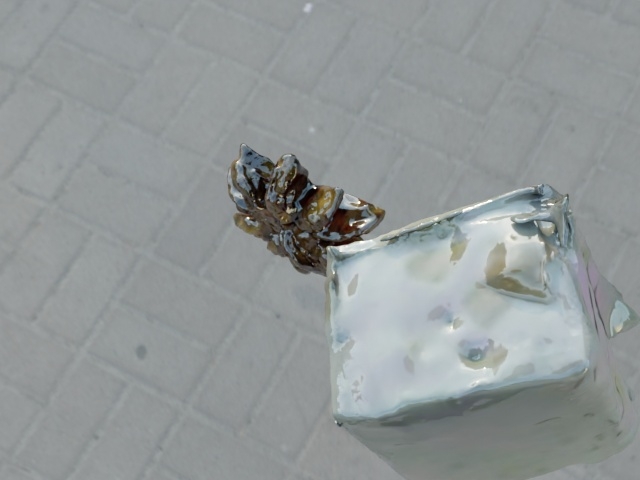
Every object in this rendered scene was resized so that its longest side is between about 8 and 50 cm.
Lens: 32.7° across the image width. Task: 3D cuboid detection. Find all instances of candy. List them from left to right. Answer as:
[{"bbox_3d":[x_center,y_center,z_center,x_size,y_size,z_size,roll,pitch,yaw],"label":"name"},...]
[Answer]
[{"bbox_3d":[0.111,0.070,0.710,0.185,0.195,0.137,-16,58,16],"label":"candy"}]

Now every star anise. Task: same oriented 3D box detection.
[{"bbox_3d":[0.003,0.000,1.018,0.234,0.177,0.073,38,68,-22],"label":"star anise"}]
